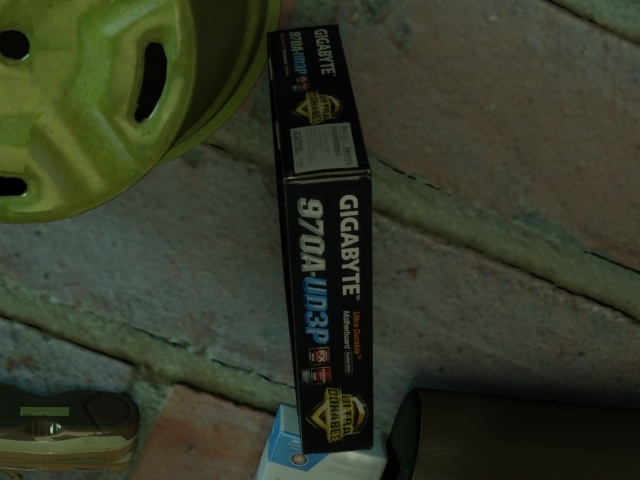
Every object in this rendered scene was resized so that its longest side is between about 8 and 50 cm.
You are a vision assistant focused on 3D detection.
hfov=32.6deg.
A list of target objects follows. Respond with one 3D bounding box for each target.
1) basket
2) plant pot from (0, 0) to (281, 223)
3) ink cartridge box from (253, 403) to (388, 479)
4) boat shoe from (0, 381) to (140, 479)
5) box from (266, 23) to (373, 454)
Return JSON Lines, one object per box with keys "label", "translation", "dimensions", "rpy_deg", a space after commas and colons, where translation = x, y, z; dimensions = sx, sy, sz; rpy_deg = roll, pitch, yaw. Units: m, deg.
{"label": "basket", "translation": [0.165, 0.201, 0.834], "dimensions": [0.227, 0.154, 0.204], "rpy_deg": [14, 111, -5]}
{"label": "plant pot", "translation": [-0.157, -0.133, 0.632], "dimensions": [0.276, 0.254, 0.276], "rpy_deg": [-1, 110, -3]}
{"label": "ink cartridge box", "translation": [-0.009, 0.202, 0.870], "dimensions": [0.089, 0.052, 0.122], "rpy_deg": [17, 107, -9]}
{"label": "boat shoe", "translation": [-0.236, 0.154, 0.834], "dimensions": [0.190, 0.068, 0.072], "rpy_deg": [7, 121, -7]}
{"label": "box", "translation": [0.000, 0.000, 0.703], "dimensions": [0.051, 0.175, 0.220], "rpy_deg": [-5, 127, -2]}
